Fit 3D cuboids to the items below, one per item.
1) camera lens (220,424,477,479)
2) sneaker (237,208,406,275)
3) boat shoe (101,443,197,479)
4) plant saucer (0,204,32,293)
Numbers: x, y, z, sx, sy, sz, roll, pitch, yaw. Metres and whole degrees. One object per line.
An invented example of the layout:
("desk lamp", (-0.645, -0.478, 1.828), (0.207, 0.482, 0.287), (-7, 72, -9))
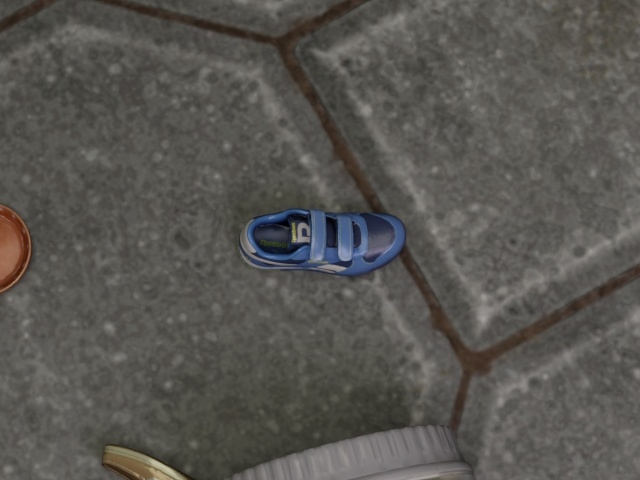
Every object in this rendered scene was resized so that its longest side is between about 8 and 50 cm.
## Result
("camera lens", (0.041, 0.298, 1.458), (0.219, 0.219, 0.274), (-15, 77, 1))
("sneaker", (0.000, 0.000, 1.612), (0.144, 0.059, 0.053), (-5, 75, 3))
("boat shoe", (-0.125, 0.212, 1.579), (0.135, 0.050, 0.045), (26, 75, 10))
("plant saucer", (-0.290, 0.008, 1.657), (0.084, 0.013, 0.083), (-1, 78, 4))
